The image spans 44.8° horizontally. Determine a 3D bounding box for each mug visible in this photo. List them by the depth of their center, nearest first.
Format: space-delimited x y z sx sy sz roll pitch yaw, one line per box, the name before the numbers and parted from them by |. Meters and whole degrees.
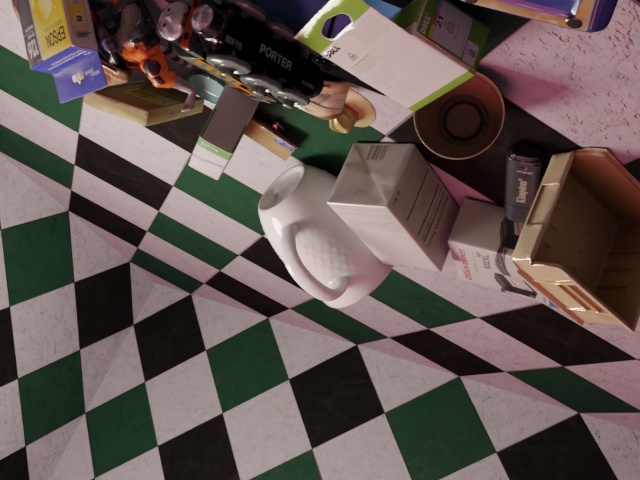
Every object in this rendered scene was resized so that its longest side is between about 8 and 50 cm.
mug | 0.000 0.000 1.999 0.276 0.374 0.328 -31 117 29

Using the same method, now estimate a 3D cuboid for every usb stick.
usb stick | 0.429 -0.116 1.646 0.077 0.045 0.278 19 159 20

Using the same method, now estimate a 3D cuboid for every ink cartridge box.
ink cartridge box | 0.115 -0.338 1.275 0.255 0.097 0.188 28 159 -19
ink cartridge box | -0.562 -0.456 1.639 0.072 0.307 0.303 -13 -171 -35
ink cartridge box | 0.477 0.036 1.846 0.307 0.129 0.223 16 159 25
ink cartridge box | -0.236 -0.255 1.864 0.093 0.154 0.212 26 162 -8

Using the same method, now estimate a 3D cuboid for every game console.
game console | 0.024 -0.411 1.369 0.341 0.060 0.386 26 161 0

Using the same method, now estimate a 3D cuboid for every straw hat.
straw hat | 0.048 -0.268 1.694 0.144 0.061 0.144 23 161 9

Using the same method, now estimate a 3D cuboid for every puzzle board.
puzzle board | -0.126 -0.251 1.932 0.128 0.011 0.096 32 159 -8

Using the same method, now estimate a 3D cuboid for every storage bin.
storage bin | 0.524 -0.003 1.501 0.260 0.262 0.123 36 160 -28

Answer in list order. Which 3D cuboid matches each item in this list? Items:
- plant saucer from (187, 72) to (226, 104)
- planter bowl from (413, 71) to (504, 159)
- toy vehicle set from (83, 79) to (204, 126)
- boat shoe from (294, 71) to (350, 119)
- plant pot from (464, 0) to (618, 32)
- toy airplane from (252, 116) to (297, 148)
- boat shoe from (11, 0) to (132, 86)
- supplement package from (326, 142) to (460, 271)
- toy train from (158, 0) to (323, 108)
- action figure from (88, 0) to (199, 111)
plant saucer | -0.262 -0.368 1.872 0.119 0.021 0.119 22 160 8
planter bowl | 0.261 -0.226 1.438 0.162 0.162 0.109 20 -174 14
toy vehicle set | -0.411 -0.330 1.840 0.165 0.035 0.267 21 -158 14
boat shoe | -0.082 -0.352 1.600 0.302 0.109 0.098 25 130 7
plant pot | 0.275 -0.389 0.898 0.235 0.212 0.236 20 159 15
toy airplane | -0.120 -0.269 1.941 0.151 0.028 0.151 28 160 11
boat shoe | -0.583 -0.487 1.856 0.116 0.123 0.324 -34 114 29
supplement package | 0.184 -0.077 1.843 0.177 0.175 0.293 7 153 39
toy train | -0.136 -0.334 1.395 0.190 0.142 0.334 13 178 36
action figure | -0.422 -0.467 1.709 0.341 0.178 0.330 48 172 41
